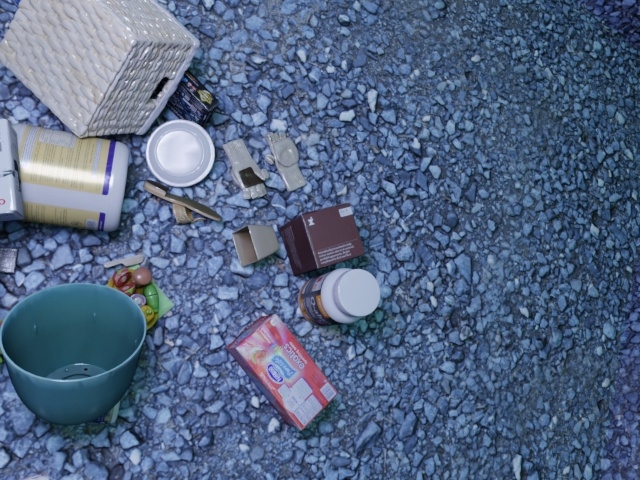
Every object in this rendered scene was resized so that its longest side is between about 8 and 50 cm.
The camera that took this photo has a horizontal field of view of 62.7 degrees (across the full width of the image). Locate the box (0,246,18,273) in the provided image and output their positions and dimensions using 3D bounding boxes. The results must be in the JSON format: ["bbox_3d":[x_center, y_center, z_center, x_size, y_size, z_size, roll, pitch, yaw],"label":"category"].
[{"bbox_3d":[-0.820,0.049,1.337,0.083,0.018,0.067,6,77,-23],"label":"box"}]

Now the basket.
[{"bbox_3d":[-0.556,-0.482,1.323,0.331,0.328,0.266,45,25,4],"label":"basket"}]

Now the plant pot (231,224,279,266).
[{"bbox_3d":[-0.189,0.008,1.582,0.096,0.109,0.109,-15,86,-38],"label":"plant pot"}]

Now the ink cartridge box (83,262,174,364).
[{"bbox_3d":[-0.536,0.191,1.416,0.235,0.056,0.171,-42,97,-23],"label":"ink cartridge box"}]

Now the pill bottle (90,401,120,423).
[{"bbox_3d":[-0.597,0.407,1.322,0.170,0.094,0.094,12,75,-21],"label":"pill bottle"}]

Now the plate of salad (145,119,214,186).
[{"bbox_3d":[-0.412,-0.256,1.551,0.200,0.048,0.199,0,89,-4],"label":"plate of salad"}]

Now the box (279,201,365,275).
[{"bbox_3d":[0.000,0.000,1.607,0.169,0.203,0.166,-15,87,-25],"label":"box"}]

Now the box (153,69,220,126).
[{"bbox_3d":[-0.408,-0.432,1.528,0.220,0.175,0.051,44,63,-9],"label":"box"}]

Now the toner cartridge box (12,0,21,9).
[{"bbox_3d":[-0.737,-0.786,1.509,0.348,0.075,0.165,-42,96,-25],"label":"toner cartridge box"}]

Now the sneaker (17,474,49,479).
[{"bbox_3d":[-0.735,0.607,1.230,0.305,0.114,0.152,33,55,-19],"label":"sneaker"}]

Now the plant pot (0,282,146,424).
[{"bbox_3d":[-0.564,0.282,1.213,0.293,0.235,0.293,13,34,-9],"label":"plant pot"}]

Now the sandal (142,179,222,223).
[{"bbox_3d":[-0.410,-0.087,1.529,0.240,0.088,0.079,27,101,-10],"label":"sandal"}]

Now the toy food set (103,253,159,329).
[{"bbox_3d":[-0.492,0.131,1.398,0.128,0.071,0.217,-6,71,-43],"label":"toy food set"}]

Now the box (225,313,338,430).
[{"bbox_3d":[-0.114,0.375,1.515,0.154,0.142,0.300,-41,97,-25],"label":"box"}]

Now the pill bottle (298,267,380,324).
[{"bbox_3d":[0.052,0.168,1.554,0.162,0.278,0.162,5,77,-22],"label":"pill bottle"}]

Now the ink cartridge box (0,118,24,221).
[{"bbox_3d":[-0.731,-0.143,1.120,0.153,0.087,0.208,-7,81,-17],"label":"ink cartridge box"}]

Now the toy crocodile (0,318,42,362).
[{"bbox_3d":[-0.779,0.253,1.228,0.115,0.105,0.341,31,44,27],"label":"toy crocodile"}]

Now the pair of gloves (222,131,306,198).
[{"bbox_3d":[-0.170,-0.242,1.670,0.240,0.042,0.204,-17,86,-26],"label":"pair of gloves"}]

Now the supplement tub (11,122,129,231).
[{"bbox_3d":[-0.669,-0.158,1.323,0.332,0.241,0.240,9,76,-22],"label":"supplement tub"}]
